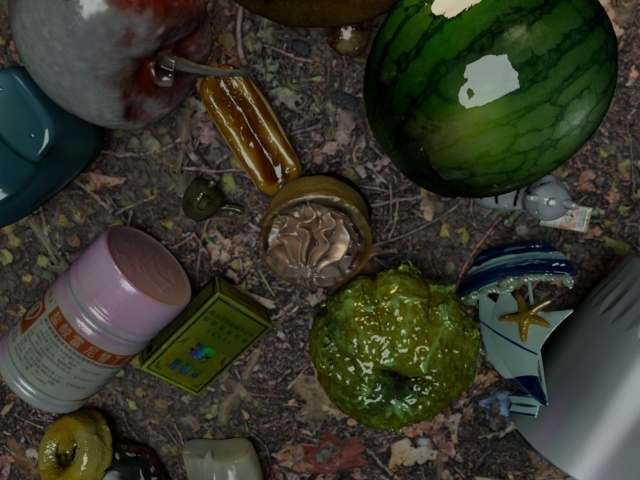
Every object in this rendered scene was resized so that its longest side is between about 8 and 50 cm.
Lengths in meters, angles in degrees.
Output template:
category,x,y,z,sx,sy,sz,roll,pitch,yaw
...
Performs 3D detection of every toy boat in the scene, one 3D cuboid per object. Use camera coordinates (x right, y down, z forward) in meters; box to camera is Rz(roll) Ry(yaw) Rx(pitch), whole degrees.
category,x,y,z,sx,sy,sz,roll,pitch,yaw
toy boat,0.343,0.153,1.084,0.220,0.067,0.291,-16,71,38

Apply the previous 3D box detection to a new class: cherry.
category,x,y,z,sx,sy,sz,roll,pitch,yaw
cherry,-0.328,-0.339,0.982,0.335,0.291,0.326,23,130,38

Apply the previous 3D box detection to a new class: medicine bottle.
category,x,y,z,sx,sy,sz,roll,pitch,yaw
medicine bottle,-0.411,0.144,1.155,0.316,0.202,0.202,-43,97,15

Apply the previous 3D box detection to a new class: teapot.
category,x,y,z,sx,sy,sz,roll,pitch,yaw
teapot,-0.193,-0.063,1.146,0.110,0.085,0.080,29,108,-23

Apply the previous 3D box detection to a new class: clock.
category,x,y,z,sx,sy,sz,roll,pitch,yaw
clock,0.334,-0.081,1.059,0.176,0.117,0.080,12,102,9

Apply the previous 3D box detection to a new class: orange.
category,x,y,z,sx,sy,sz,roll,pitch,yaw
orange,0.133,0.197,1.107,0.301,0.223,0.300,-15,108,9

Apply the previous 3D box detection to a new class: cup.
category,x,y,z,sx,sy,sz,roll,pitch,yaw
cup,0.511,0.227,1.059,0.253,0.253,0.372,27,104,-2

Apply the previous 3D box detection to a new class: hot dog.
category,x,y,z,sx,sy,sz,roll,pitch,yaw
hot dog,-0.120,-0.192,1.106,0.100,0.068,0.250,-31,102,-1

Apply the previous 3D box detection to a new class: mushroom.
category,x,y,z,sx,sy,sz,roll,pitch,yaw
mushroom,-0.166,0.556,1.297,0.159,0.122,0.329,-5,107,45
mushroom,0.010,-0.475,0.948,0.345,0.239,0.345,0,89,-15

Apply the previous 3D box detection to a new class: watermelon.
category,x,y,z,sx,sy,sz,roll,pitch,yaw
watermelon,0.242,-0.237,0.924,0.363,0.363,0.363,1,105,5

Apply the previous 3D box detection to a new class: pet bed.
category,x,y,z,sx,sy,sz,roll,pitch,yaw
pet bed,-0.415,0.511,1.329,0.201,0.053,0.201,2,106,6

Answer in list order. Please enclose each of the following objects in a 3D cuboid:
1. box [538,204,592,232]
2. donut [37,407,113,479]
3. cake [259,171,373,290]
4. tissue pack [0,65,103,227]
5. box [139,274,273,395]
category,x,y,z,sx,sy,sz,roll,pitch,yaw
box,0.433,-0.043,1.119,0.083,0.012,0.046,9,104,3
donut,-0.502,0.427,1.278,0.162,0.065,0.178,43,102,28
cake,0.000,0.000,1.065,0.207,0.178,0.185,-14,121,1
tissue pack,-0.526,-0.156,1.094,0.287,0.206,0.198,-37,89,12
box,-0.217,0.184,1.192,0.220,0.064,0.141,-45,124,13
